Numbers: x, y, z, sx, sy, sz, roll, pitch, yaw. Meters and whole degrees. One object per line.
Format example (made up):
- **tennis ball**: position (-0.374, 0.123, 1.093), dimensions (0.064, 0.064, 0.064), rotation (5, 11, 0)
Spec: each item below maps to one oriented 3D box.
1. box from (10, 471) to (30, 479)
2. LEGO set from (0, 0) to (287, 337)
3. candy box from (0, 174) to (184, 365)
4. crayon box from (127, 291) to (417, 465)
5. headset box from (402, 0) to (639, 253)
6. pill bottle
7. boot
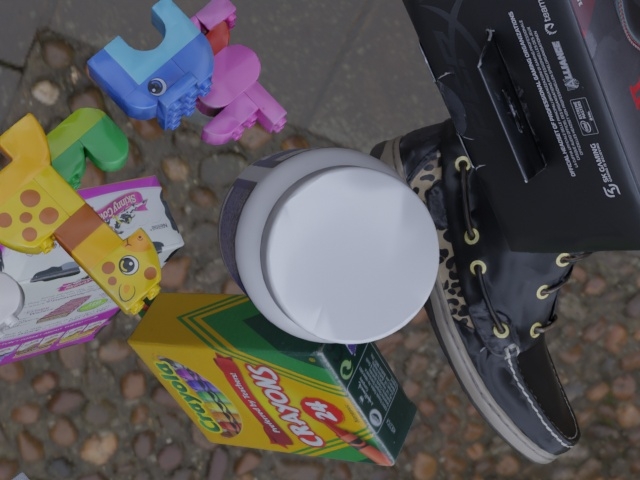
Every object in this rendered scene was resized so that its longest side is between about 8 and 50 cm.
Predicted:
- **box**: position (-0.309, 0.356, 1.046), dimensions (0.145, 0.186, 0.038), rotation (-36, 174, -48)
- **LEGO set**: position (-0.093, -0.019, 0.459), dimensions (0.227, 0.087, 0.093), rotation (-44, 90, -13)
- **candy box**: position (-0.240, 0.036, 0.876), dimensions (0.159, 0.071, 0.233), rotation (-14, 164, -38)
- **crayon box**: position (-0.075, 0.154, 1.148), dimensions (0.202, 0.318, 0.081), rotation (58, 46, -36)
- **headset box**: position (0.176, -0.144, 0.625), dimensions (0.293, 0.110, 0.218), rotation (-44, 118, -35)
- **pill bottle**: position (0.000, 0.000, 0.825), dimensions (0.153, 0.264, 0.153), rotation (-1, 95, -10)
- **boot**: position (0.246, 0.016, 1.010), dimensions (0.284, 0.138, 0.377), rotation (-27, 88, 23)
